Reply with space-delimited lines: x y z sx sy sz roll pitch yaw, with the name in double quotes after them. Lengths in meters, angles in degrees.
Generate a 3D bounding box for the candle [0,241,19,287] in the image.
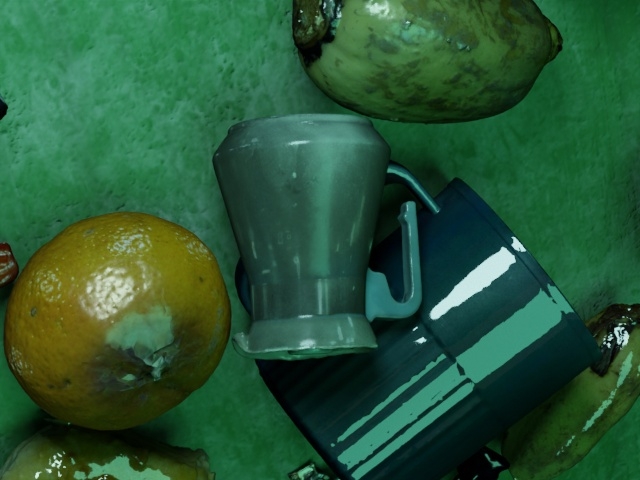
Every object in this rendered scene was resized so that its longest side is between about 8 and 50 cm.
-0.435 0.060 1.684 0.329 0.048 0.051 -17 147 -22 "candle"

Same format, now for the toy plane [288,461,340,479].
0.042 0.299 2.084 0.188 0.062 0.135 -28 97 4 "toy plane"

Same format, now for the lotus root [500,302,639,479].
0.306 0.182 2.154 0.097 0.110 0.258 29 105 -38 "lotus root"

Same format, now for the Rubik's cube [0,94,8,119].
-0.381 -0.141 1.512 0.162 0.163 0.160 -38 131 1 "Rubik's cube"

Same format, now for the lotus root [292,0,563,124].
0.116 -0.194 1.771 0.309 0.173 0.173 4 117 -33 "lotus root"

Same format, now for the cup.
0.092 0.101 1.893 0.292 0.242 0.308 -40 134 0 "cup"

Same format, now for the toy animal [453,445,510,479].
0.101 0.366 2.166 0.324 0.090 0.195 -40 108 3 "toy animal"

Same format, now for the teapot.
0.000 0.000 1.761 0.203 0.171 0.225 0 84 -23 "teapot"

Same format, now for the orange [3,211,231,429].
-0.191 0.084 1.759 0.224 0.170 0.224 -13 124 -21 "orange"

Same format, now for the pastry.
-0.235 0.302 1.885 0.257 0.121 0.236 21 90 -22 "pastry"
